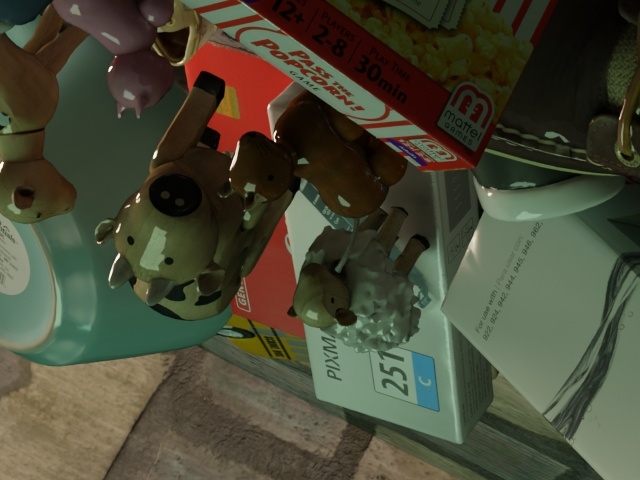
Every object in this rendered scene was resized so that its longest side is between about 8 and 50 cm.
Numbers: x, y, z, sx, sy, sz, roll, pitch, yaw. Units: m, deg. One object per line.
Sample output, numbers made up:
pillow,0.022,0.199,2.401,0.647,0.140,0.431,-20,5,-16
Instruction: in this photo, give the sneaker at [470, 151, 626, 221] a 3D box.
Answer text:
sneaker,0.098,-0.119,0.959,0.105,0.146,0.295,-13,-164,1

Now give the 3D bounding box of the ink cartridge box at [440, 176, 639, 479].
ink cartridge box,0.231,0.068,0.968,0.198,0.114,0.273,-1,-145,-38

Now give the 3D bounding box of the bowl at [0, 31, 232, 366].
bowl,-0.230,-0.012,1.532,0.312,0.163,0.311,23,128,33

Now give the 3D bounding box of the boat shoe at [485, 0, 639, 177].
boat shoe,0.174,-0.075,0.738,0.342,0.123,0.123,12,-172,18

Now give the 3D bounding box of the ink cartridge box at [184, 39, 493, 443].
ink cartridge box,0.000,0.000,1.350,0.261,0.066,0.296,16,134,29

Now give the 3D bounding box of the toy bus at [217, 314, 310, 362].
toy bus,-0.053,0.033,1.733,0.130,0.108,0.332,8,164,10

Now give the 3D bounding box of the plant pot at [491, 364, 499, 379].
plant pot,0.071,0.023,1.528,0.237,0.109,0.237,26,169,6

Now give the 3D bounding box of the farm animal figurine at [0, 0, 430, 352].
farm animal figurine,-0.107,-0.036,1.142,0.330,0.172,0.326,23,161,21

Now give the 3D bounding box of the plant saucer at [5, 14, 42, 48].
plant saucer,-0.328,-0.208,1.613,0.195,0.037,0.195,27,169,6

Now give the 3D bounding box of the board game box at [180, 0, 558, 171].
board game box,0.039,-0.147,0.704,0.147,0.193,0.045,33,165,-24

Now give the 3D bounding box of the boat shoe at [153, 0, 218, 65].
boat shoe,-0.109,-0.172,1.233,0.063,0.059,0.170,24,167,17

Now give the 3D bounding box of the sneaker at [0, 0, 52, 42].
sneaker,-0.141,-0.177,0.864,0.130,0.236,0.323,33,167,-25
